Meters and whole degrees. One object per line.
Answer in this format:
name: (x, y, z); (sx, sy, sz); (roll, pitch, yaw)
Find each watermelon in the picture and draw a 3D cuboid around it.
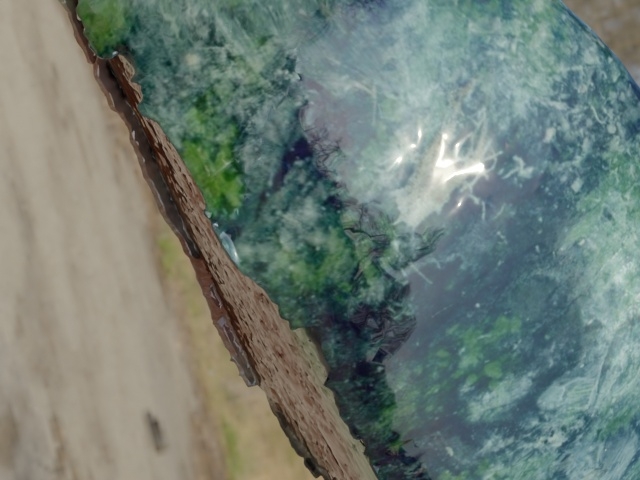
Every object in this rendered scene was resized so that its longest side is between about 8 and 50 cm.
watermelon: (0.000, 0.000, 0.597); (0.318, 0.148, 0.226); (45, -26, -9)
